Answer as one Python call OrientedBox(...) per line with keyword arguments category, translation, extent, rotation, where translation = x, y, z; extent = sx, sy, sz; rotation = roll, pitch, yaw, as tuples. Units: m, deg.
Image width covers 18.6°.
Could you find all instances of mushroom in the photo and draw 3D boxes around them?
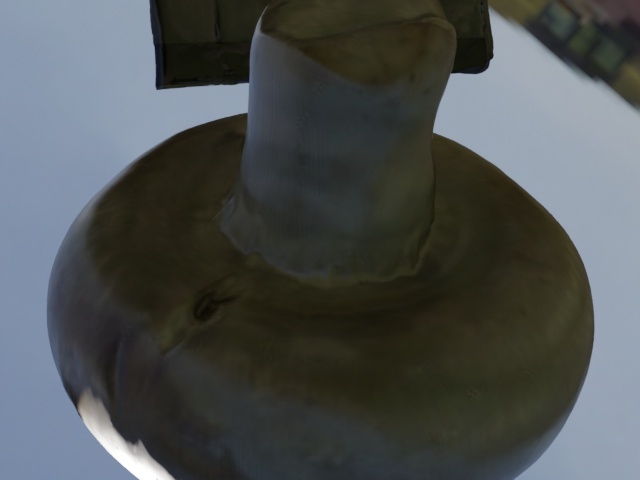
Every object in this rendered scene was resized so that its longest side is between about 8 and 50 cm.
OrientedBox(category="mushroom", translation=(0.000, 0.000, 0.850), extent=(0.243, 0.243, 0.243), rotation=(39, -168, -10))

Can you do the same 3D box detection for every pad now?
OrientedBox(category="pad", translation=(-0.004, -0.185, 1.290), extent=(0.022, 0.233, 0.174), rotation=(144, 119, -73))
